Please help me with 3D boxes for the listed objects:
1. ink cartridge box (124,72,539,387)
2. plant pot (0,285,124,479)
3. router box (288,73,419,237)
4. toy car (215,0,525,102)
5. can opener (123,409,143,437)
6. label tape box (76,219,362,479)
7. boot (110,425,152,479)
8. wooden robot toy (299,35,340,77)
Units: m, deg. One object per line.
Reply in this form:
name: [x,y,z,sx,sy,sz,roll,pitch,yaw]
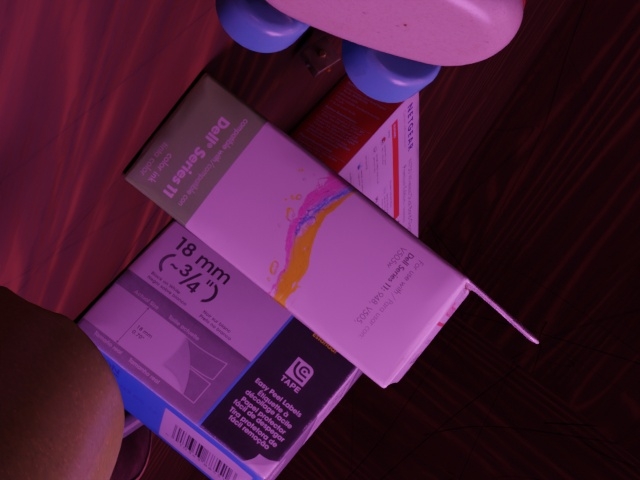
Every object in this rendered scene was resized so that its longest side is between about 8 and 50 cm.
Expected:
ink cartridge box: [0.016,0.019,1.464,0.119,0.353,0.207,-52,173,1]
plant pot: [-0.248,0.163,1.047,0.276,0.276,0.254,-56,-176,31]
router box: [0.000,0.000,2.002,0.301,0.082,0.335,-48,155,-27]
toy car: [0.059,-0.262,1.224,0.219,0.210,0.238,-38,-144,58]
can opener: [-0.106,0.121,1.769,0.283,0.095,0.076,-33,137,-29]
label tape box: [-0.057,0.063,1.705,0.333,0.241,0.106,-49,171,-27]
boot: [-0.238,0.200,1.853,0.248,0.090,0.207,-65,170,-50]
wooden robot toy: [0.050,-0.218,1.667,0.173,0.076,0.079,-50,-176,-12]
